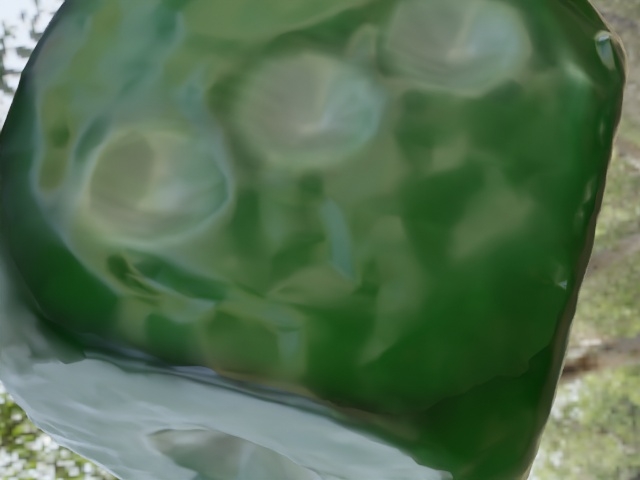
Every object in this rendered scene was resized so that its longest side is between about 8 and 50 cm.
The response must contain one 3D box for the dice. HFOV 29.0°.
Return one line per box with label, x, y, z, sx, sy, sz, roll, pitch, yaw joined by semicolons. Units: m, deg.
dice;0.000;0.000;0.719;0.287;0.297;0.300;85;-159;-61
